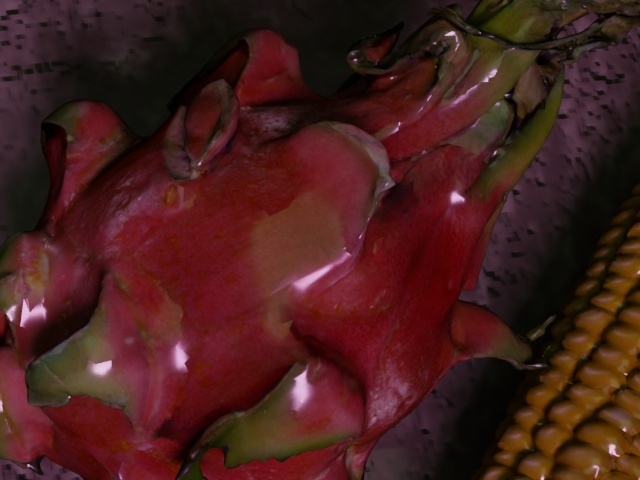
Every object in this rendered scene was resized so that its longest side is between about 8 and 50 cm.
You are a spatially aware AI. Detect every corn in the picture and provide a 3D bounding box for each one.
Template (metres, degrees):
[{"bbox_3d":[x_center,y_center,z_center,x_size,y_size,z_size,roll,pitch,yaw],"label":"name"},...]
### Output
[{"bbox_3d":[0.104,0.072,0.538,0.106,0.106,0.293,32,66,0],"label":"corn"}]

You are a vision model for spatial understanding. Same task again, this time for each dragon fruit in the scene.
[{"bbox_3d":[0.002,0.003,0.497,0.236,0.137,0.135,-33,53,-3],"label":"dragon fruit"}]
